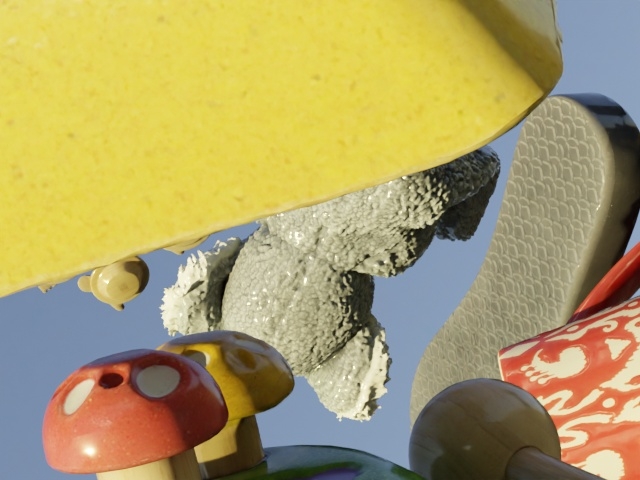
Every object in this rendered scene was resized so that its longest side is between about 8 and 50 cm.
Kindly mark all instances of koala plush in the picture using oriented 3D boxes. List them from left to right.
[{"bbox_3d":[0.000,0.000,1.364,0.221,0.196,0.203,-61,2,7],"label":"koala plush"}]

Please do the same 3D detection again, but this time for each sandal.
[{"bbox_3d":[0.113,0.044,0.986,0.054,0.097,0.254,-5,-48,-32],"label":"sandal"}]

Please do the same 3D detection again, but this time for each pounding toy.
[{"bbox_3d":[-0.011,0.071,0.584,0.236,0.183,0.110,-15,-81,-21],"label":"pounding toy"}]

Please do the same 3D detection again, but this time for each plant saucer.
[{"bbox_3d":[-0.108,-0.121,0.588,0.332,0.333,0.081,-16,-48,15],"label":"plant saucer"}]

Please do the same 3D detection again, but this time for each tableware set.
[{"bbox_3d":[-0.181,-0.006,1.750,0.169,0.020,0.141,-46,-52,13],"label":"tableware set"}]

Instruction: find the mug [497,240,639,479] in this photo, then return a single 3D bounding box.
[{"bbox_3d":[0.172,0.060,0.880,0.169,0.113,0.150,-20,16,7],"label":"mug"}]
